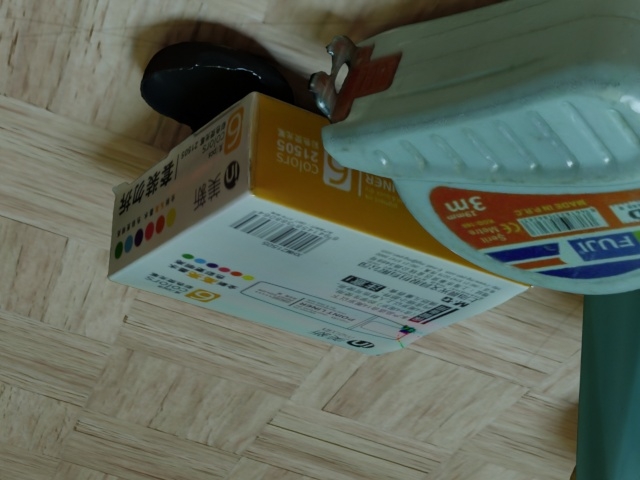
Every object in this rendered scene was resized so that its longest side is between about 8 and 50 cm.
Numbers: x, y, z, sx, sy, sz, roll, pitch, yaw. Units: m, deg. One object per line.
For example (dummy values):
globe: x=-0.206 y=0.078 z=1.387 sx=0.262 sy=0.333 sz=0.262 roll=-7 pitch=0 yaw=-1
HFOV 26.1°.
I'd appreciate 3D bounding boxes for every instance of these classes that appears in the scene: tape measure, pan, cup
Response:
tape measure: x=0.159 y=-0.071 z=0.920 sx=0.243 sy=0.125 sz=0.246 roll=-8 pitch=141 yaw=41
pan: x=-0.084 y=-0.089 z=1.060 sx=0.115 sy=0.040 sz=0.212 roll=14 pitch=153 yaw=-6
cup: x=0.265 y=0.123 z=1.092 sx=0.134 sy=0.235 sz=0.148 roll=3 pitch=150 yaw=18

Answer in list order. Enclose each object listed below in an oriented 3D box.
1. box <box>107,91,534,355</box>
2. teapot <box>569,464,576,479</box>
box: x=0.000 y=0.000 z=1.087 sx=0.274 sy=0.091 sz=0.221 roll=20 pitch=151 yaw=-32
teapot: x=0.357 y=0.238 z=1.338 sx=0.203 sy=0.167 sz=0.311 roll=30 pitch=132 yaw=18
